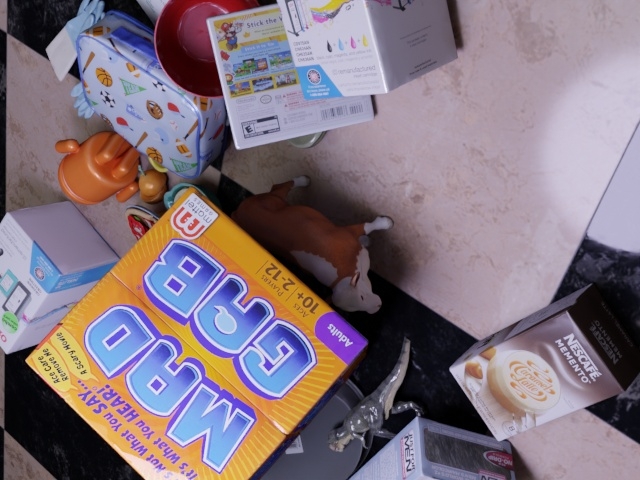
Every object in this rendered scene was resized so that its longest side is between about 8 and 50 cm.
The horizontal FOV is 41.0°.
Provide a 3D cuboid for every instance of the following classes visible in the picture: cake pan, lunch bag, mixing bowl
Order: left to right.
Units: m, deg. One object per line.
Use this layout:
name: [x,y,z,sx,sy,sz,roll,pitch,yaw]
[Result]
lunch bag: [-0.290,-0.261,1.527,0.303,0.115,0.243,32,146,13]
mixing bowl: [-0.177,-0.326,1.372,0.098,0.182,0.181,-123,26,-65]
cake pan: [-0.046,0.366,1.626,0.293,0.054,0.293,2,110,5]

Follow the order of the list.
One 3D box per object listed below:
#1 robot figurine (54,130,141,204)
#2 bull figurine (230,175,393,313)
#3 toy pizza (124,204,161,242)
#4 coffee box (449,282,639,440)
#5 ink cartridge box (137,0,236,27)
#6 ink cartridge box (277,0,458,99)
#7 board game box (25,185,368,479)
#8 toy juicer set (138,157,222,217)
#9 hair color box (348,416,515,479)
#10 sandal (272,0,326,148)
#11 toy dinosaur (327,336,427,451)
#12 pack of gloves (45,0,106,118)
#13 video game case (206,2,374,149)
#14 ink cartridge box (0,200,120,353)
robot figurine: [-0.463,-0.150,1.780,0.219,0.158,0.128,-22,73,44]
bull figurine: [0.000,0.000,1.416,0.310,0.188,0.101,33,129,24]
toy pizza: [-0.329,0.010,1.741,0.201,0.032,0.201,33,152,20]
coffee box: [0.334,0.187,1.285,0.141,0.098,0.246,55,134,4]
ink cartridge box: [-0.178,-0.449,1.435,0.333,0.065,0.165,-37,86,46]
ink cartridge box: [0.056,-0.336,1.196,0.171,0.168,0.232,5,119,46]
board game box: [-0.171,0.193,1.394,0.356,0.356,0.356,41,173,10]
toy juicer set: [-0.262,-0.032,1.693,0.329,0.089,0.209,53,134,6]
hair color box: [0.158,0.462,1.503,0.186,0.113,0.374,19,135,-18]
sandal: [-0.053,-0.295,1.387,0.120,0.086,0.302,13,119,36]
toy dinosaur: [0.116,0.309,1.524,0.118,0.064,0.268,38,108,5]
pack of gloves: [-0.459,-0.372,1.740,0.232,0.046,0.195,-35,75,41]
video game case: [-0.043,-0.265,1.331,0.026,0.227,0.206,-117,15,-72]
ink cartridge box: [-0.640,0.082,1.951,0.198,0.197,0.270,46,117,13]
